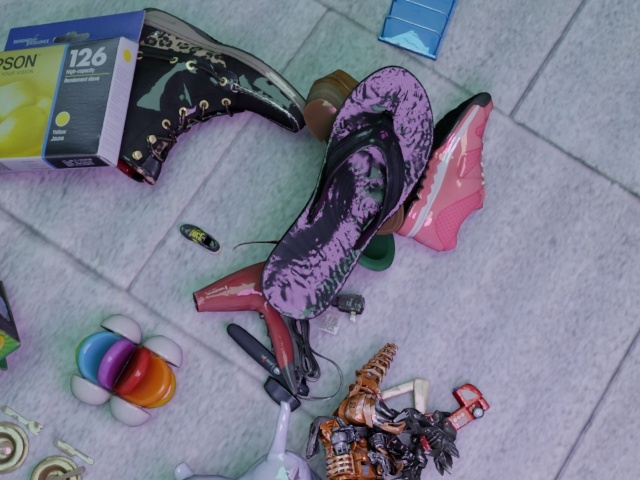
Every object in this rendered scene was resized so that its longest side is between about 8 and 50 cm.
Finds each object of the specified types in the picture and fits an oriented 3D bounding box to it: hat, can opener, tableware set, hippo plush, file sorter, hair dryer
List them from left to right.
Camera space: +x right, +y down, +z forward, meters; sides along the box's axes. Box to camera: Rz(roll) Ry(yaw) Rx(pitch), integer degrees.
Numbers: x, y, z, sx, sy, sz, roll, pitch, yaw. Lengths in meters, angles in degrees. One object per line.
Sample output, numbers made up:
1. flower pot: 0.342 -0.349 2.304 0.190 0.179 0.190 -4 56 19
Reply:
1. tableware set: -0.489 0.373 1.625 0.194 0.039 0.128 30 77 5
2. hippo plush: -0.116 0.444 1.515 0.237 0.294 0.234 -14 49 4
3. can opener: -0.092 0.209 1.672 0.073 0.059 0.186 -43 82 -11
4. hair dryer: -0.076 0.129 1.654 0.294 0.080 0.223 19 53 5
5. hat: 0.000 0.000 1.740 0.208 0.184 0.173 47 35 -18
6. file sorter: 0.195 -0.449 1.820 0.118 0.104 0.170 20 76 2

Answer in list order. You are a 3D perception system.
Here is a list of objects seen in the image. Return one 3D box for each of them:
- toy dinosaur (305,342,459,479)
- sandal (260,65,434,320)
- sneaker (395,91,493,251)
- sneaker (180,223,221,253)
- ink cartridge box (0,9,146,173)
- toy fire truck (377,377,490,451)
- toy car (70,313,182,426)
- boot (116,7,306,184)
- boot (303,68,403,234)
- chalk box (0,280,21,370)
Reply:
1. toy dinosaur: 0.092 0.304 1.538 0.218 0.164 0.321 23 72 -10
2. sandal: 0.054 -0.065 1.560 0.168 0.107 0.445 26 98 -9
3. sneaker: 0.246 -0.119 1.758 0.136 0.116 0.313 32 77 -14
4. sneaker: -0.212 -0.007 1.730 0.083 0.035 0.031 28 76 4
5. ink cartridge box: -0.471 -0.267 1.696 0.304 0.072 0.307 -2 71 22
6. toy fire truck: 0.178 0.287 1.670 0.192 0.047 0.135 -33 80 -9
7. toy car: -0.328 0.213 1.621 0.182 0.136 0.159 27 77 4
8. boot: -0.233 -0.220 1.728 0.377 0.138 0.284 31 76 9
9. boot: 0.068 -0.164 1.718 0.109 0.220 0.283 -32 104 22
10. chalk box: -0.614 0.124 1.559 0.179 0.289 0.180 -34 46 0
